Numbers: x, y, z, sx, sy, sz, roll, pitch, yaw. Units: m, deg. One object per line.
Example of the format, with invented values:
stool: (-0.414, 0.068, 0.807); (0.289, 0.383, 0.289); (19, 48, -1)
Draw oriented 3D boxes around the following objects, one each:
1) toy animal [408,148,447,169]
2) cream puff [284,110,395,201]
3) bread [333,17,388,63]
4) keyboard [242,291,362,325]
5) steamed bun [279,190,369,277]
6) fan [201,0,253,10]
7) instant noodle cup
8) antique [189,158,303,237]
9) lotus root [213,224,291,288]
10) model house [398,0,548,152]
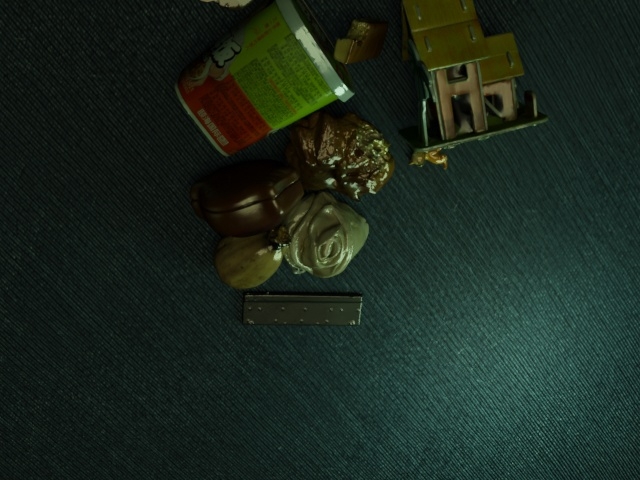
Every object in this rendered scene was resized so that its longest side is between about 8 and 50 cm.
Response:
toy animal: (0.256, -0.194, 1.844); (0.083, 0.060, 0.081); (-29, 113, -3)
cream puff: (0.047, -0.193, 1.742); (0.269, 0.241, 0.155); (18, 68, -15)
bread: (0.087, -0.427, 1.634); (0.049, 0.226, 0.088); (24, 112, 13)
keyboard: (-0.046, 0.175, 1.984); (0.310, 0.018, 0.101); (1, 115, -7)
steamed bun: (-0.002, 0.002, 1.846); (0.218, 0.144, 0.211); (39, 104, -19)
fan: (-0.151, -0.557, 1.661); (0.227, 0.008, 0.152); (18, 110, -13)
instant noodle cup: (-0.125, -0.349, 1.631); (0.308, 0.294, 0.294); (-31, 113, 14)
antique: (-0.166, -0.095, 1.730); (0.278, 0.223, 0.129); (-2, 119, 34)
lotus root: (-0.168, 0.029, 1.815); (0.140, 0.154, 0.257); (32, 139, -23)
model house: (0.314, -0.368, 1.626); (0.300, 0.340, 0.323); (-14, 110, -2)
